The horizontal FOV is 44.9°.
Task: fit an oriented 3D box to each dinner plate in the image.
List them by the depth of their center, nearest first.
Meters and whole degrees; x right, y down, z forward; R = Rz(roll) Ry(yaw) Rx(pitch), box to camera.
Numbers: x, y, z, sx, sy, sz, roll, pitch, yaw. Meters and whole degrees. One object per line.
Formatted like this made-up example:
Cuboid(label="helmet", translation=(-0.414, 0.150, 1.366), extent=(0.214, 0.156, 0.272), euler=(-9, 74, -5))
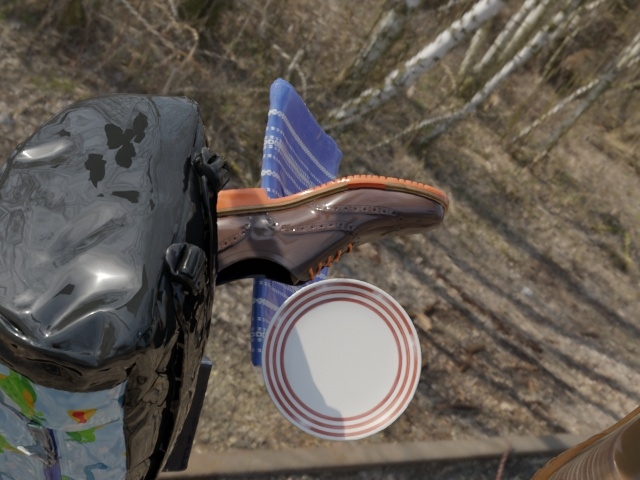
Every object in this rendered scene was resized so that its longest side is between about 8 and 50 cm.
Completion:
Cuboid(label="dinner plate", translation=(0.018, 0.104, 0.684), extent=(0.141, 0.141, 0.017), euler=(36, -10, 5))

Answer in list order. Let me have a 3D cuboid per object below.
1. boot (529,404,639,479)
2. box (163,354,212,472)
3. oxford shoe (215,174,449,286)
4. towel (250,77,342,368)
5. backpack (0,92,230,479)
Cuboid(label="boot", translation=(0.250, 0.190, 0.599), extent=(0.283, 0.220, 0.109), euler=(-19, 62, -36))
Cuboid(label="box", translation=(-0.420, 0.224, 1.362), extent=(0.293, 0.212, 0.395), euler=(8, 12, -35))
Cuboid(label="oxford shoe", translation=(0.000, 0.000, 0.786), extent=(0.271, 0.097, 0.098), euler=(-7, 66, 0))
Cuboid(label="towel", translation=(-0.024, -0.001, 0.957), extent=(0.040, 0.336, 0.243), euler=(-1, -15, 15))
Cuboid(label="backpack", translation=(-0.207, 0.093, 0.678), extent=(0.273, 0.356, 0.290), euler=(0, 45, 1))
